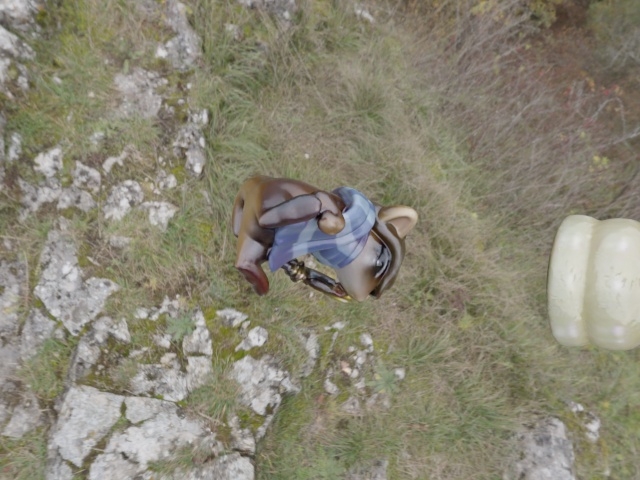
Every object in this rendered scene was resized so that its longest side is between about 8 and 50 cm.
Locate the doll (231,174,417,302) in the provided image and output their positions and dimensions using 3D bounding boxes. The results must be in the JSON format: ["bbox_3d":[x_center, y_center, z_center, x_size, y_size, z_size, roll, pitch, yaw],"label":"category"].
[{"bbox_3d":[-0.001,0.004,0.842,0.340,0.318,0.209,12,77,-33],"label":"doll"}]

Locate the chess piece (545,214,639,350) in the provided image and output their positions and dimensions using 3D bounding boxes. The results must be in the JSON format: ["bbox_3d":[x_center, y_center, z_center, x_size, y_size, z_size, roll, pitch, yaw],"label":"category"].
[{"bbox_3d":[0.411,0.058,0.491,0.167,0.300,0.167,-8,100,-50],"label":"chess piece"}]
